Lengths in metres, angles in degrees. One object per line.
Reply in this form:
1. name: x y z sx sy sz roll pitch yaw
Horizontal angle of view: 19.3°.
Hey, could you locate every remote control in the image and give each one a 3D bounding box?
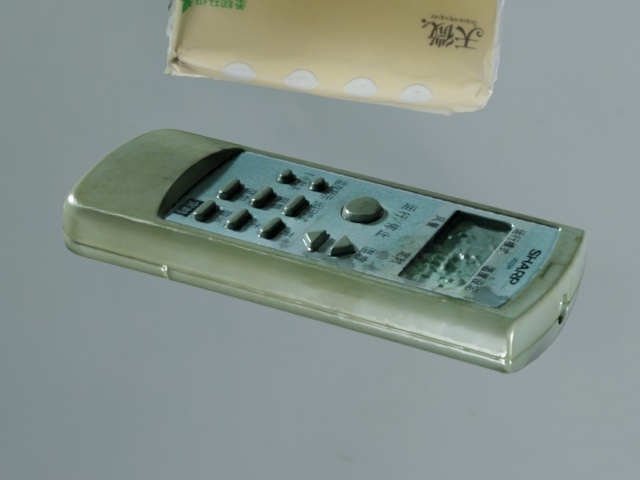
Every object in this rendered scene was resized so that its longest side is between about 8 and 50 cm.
1. remote control: 0.000 0.000 0.851 0.233 0.098 0.038 15 123 22

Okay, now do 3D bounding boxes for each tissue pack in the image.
1. tissue pack: 0.013 -0.185 1.254 0.222 0.090 0.186 7 79 -5
